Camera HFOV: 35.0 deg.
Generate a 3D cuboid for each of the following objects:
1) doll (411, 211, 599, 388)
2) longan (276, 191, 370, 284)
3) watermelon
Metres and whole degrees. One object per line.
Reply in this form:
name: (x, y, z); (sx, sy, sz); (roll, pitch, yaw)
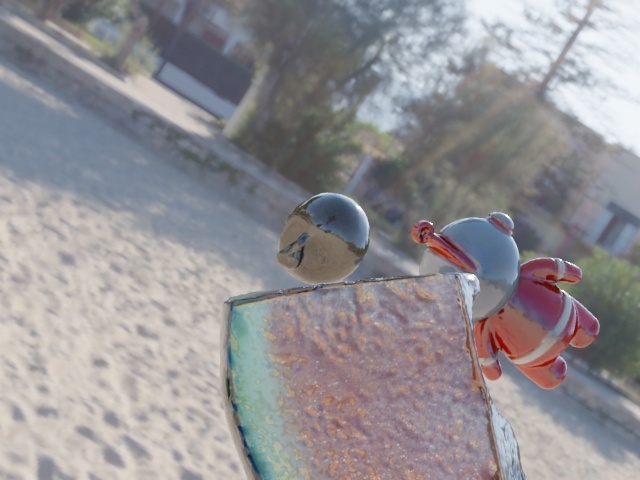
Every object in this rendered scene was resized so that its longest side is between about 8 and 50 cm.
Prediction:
doll: (0.171, 0.053, 0.980); (0.245, 0.142, 0.076); (36, -1, -25)
longan: (0.000, 0.000, 1.862); (0.159, 0.185, 0.204); (45, 47, 19)
watermelon: (0.046, 0.131, 0.674); (0.318, 0.226, 0.148); (47, 13, 21)
